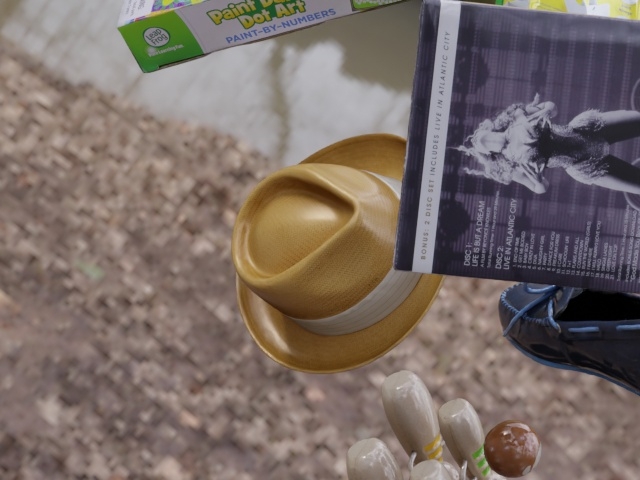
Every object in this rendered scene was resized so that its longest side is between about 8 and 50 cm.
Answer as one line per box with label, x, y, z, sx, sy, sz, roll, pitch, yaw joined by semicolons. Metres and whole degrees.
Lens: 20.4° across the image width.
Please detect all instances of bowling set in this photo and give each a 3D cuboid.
bowling set;0.124;0.253;1.689;0.287;0.199;0.154;-53;129;-47

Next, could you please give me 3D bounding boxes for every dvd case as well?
dvd case;0.161;-0.052;1.070;0.221;0.165;0.018;5;7;-3

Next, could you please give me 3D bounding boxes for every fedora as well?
fedora;0.000;0.000;1.252;0.079;0.194;0.194;26;30;-48

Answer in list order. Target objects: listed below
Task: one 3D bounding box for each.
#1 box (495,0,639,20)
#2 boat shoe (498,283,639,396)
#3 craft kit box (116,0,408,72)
box;0.170;-0.167;1.213;0.105;0.179;0.043;14;-5;-34
boat shoe;0.244;0.059;1.531;0.109;0.258;0.089;-31;114;-27
craft kit box;-0.018;-0.252;1.360;0.250;0.246;0.061;-83;154;-44
